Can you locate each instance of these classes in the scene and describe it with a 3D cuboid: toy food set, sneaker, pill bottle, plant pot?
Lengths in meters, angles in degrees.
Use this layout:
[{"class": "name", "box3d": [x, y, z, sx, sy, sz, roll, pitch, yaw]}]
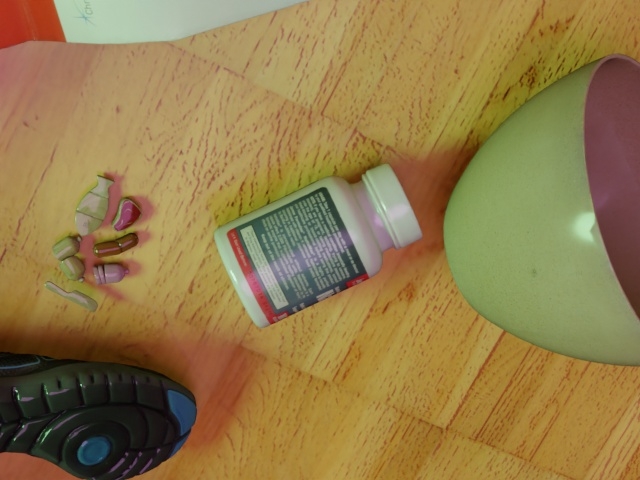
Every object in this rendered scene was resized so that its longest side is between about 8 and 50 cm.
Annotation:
[{"class": "toy food set", "box3d": [-0.212, 0.004, 1.238, 0.078, 0.019, 0.122, 30, 95, -19]}, {"class": "sneaker", "box3d": [-0.279, 0.146, 1.226, 0.341, 0.140, 0.125, 10, 110, -34]}, {"class": "pill bottle", "box3d": [0.000, 0.000, 1.222, 0.180, 0.108, 0.108, -25, 112, 1]}, {"class": "plant pot", "box3d": [0.229, -0.008, 1.197, 0.191, 0.284, 0.284, -17, 117, 36]}]

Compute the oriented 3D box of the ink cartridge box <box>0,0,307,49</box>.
[{"class": "ink cartridge box", "box3d": [-0.207, -0.295, 1.029, 0.385, 0.091, 0.308, -20, 127, -11]}]
